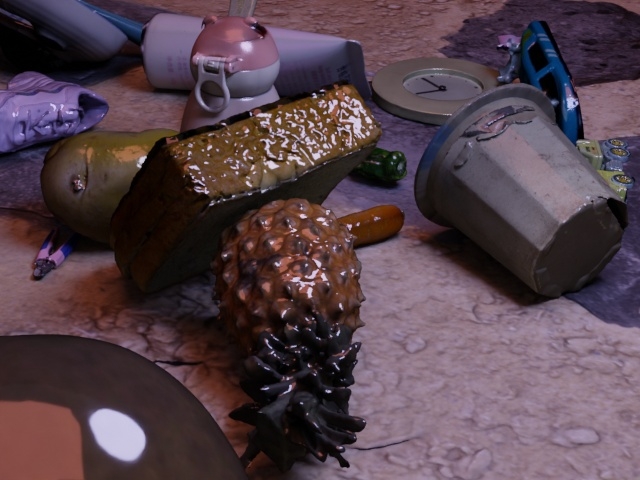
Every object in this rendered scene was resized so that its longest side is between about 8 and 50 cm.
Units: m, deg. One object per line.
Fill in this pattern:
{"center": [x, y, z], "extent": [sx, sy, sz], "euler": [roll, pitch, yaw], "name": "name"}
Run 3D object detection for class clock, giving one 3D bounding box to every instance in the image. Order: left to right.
{"center": [0.198, -0.241, 1.886], "extent": [0.235, 0.029, 0.235], "euler": [1, 30, -1], "name": "clock"}

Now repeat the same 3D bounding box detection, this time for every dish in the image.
{"center": [-0.463, -0.341, 1.888], "extent": [0.273, 0.134, 0.273], "euler": [28, -3, 1], "name": "dish"}

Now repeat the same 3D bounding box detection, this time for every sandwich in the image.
{"center": [-0.097, -0.053, 1.310], "extent": [0.273, 0.249, 0.095], "euler": [-23, 75, -38], "name": "sandwich"}

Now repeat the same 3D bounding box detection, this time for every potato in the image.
{"center": [-0.240, -0.071, 1.419], "extent": [0.200, 0.137, 0.154], "euler": [-2, 28, -6], "name": "potato"}

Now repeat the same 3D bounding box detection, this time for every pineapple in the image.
{"center": [-0.018, 0.105, 1.128], "extent": [0.169, 0.169, 0.340], "euler": [-3, 37, -10], "name": "pineapple"}

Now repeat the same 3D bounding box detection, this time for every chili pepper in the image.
{"center": [0.059, -0.126, 1.639], "extent": [0.073, 0.050, 0.182], "euler": [-14, 30, -15], "name": "chili pepper"}

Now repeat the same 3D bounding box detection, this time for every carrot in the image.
{"center": [0.000, 0.000, 1.414], "extent": [0.248, 0.043, 0.043], "euler": [-17, 34, -29], "name": "carrot"}

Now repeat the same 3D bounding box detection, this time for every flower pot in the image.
{"center": [0.256, -0.051, 1.387], "extent": [0.212, 0.212, 0.202], "euler": [-16, 44, -31], "name": "flower pot"}

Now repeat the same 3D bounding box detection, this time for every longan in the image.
{"center": [-0.185, 0.209, 0.771], "extent": [0.319, 0.319, 0.319], "euler": [2, 29, -1], "name": "longan"}

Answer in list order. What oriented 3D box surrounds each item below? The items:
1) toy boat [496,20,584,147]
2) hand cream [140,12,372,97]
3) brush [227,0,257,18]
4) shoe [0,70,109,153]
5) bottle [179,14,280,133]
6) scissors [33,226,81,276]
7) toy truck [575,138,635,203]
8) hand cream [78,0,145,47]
{"center": [0.326, -0.221, 1.756], "extent": [0.092, 0.134, 0.299], "euler": [-7, 33, 4], "name": "toy boat"}
{"center": [-0.102, -0.285, 1.821], "extent": [0.358, 0.185, 0.118], "euler": [7, 69, 10], "name": "hand cream"}
{"center": [-0.130, -0.294, 1.736], "extent": [0.085, 0.020, 0.337], "euler": [3, 67, 15], "name": "brush"}
{"center": [-0.404, -0.173, 1.634], "extent": [0.137, 0.095, 0.245], "euler": [9, 23, 16], "name": "shoe"}
{"center": [-0.113, -0.181, 1.528], "extent": [0.147, 0.236, 0.147], "euler": [2, 28, -1], "name": "bottle"}
{"center": [-0.318, 0.014, 1.385], "extent": [0.039, 0.012, 0.113], "euler": [6, 29, 6], "name": "scissors"}
{"center": [0.359, -0.082, 1.559], "extent": [0.100, 0.077, 0.169], "euler": [9, 31, 5], "name": "toy truck"}
{"center": [-0.339, -0.364, 1.949], "extent": [0.224, 0.048, 0.083], "euler": [23, 0, -23], "name": "hand cream"}
